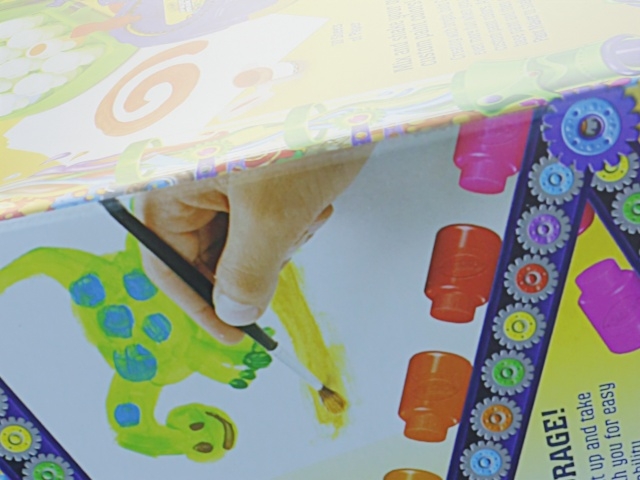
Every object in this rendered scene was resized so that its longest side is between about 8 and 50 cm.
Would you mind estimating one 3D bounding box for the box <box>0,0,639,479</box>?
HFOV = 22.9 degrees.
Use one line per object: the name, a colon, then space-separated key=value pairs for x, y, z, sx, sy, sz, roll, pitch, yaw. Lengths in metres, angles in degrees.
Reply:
box: x=0.000 y=0.000 z=0.472 sx=0.290 sy=0.279 sz=0.177 roll=-90 pitch=168 yaw=-65
